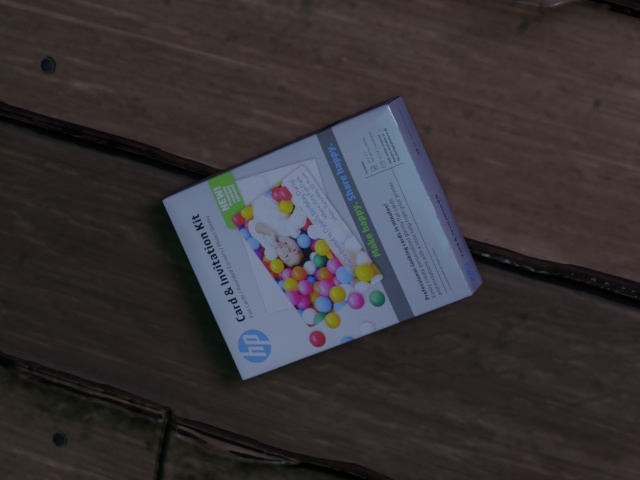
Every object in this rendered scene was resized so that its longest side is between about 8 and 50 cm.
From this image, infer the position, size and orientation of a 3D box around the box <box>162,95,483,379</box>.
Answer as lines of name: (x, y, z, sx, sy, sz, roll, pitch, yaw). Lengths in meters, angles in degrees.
box: (0.000, 0.000, 1.270, 0.186, 0.038, 0.145, -21, 96, 23)
